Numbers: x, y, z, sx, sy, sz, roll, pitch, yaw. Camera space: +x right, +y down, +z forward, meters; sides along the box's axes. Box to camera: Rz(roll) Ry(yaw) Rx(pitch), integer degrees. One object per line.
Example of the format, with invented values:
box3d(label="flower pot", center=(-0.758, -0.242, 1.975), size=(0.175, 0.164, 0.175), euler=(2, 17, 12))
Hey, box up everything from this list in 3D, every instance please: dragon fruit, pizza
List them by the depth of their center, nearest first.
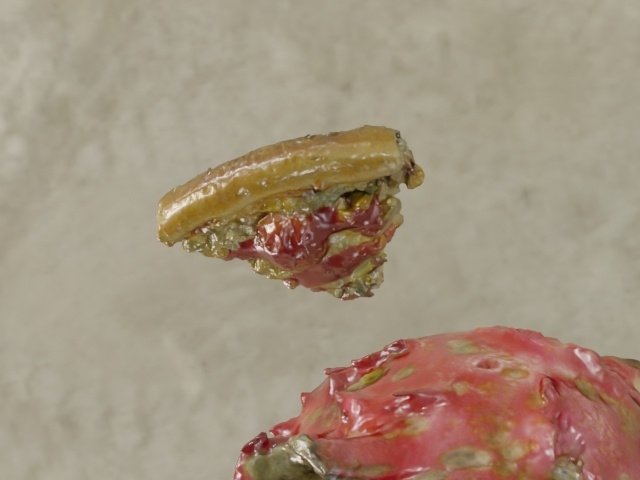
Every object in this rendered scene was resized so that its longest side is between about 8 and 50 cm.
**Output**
box3d(label="dragon fruit", center=(0.067, 0.135, 0.930), size=(0.205, 0.268, 0.210), euler=(-30, 61, 28))
box3d(label="pizza", center=(0.000, 0.000, 1.330), size=(0.188, 0.199, 0.062), euler=(-17, 60, 20))
